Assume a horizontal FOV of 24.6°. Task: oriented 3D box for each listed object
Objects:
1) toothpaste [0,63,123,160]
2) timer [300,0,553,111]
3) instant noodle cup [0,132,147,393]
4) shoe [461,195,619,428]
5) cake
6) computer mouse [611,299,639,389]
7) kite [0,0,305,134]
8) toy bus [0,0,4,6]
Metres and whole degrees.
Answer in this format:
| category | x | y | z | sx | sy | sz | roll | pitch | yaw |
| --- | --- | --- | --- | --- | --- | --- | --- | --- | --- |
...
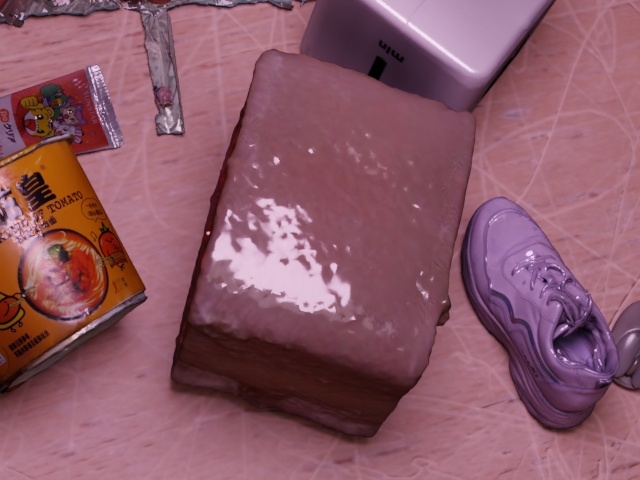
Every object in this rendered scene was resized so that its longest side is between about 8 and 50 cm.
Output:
| category | x | y | z | sx | sy | sz | roll | pitch | yaw |
| --- | --- | --- | --- | --- | --- | --- | --- | --- | --- |
| toothpaste | -0.318 | -0.107 | 1.465 | 0.234 | 0.057 | 0.089 | -17 | 88 | -23 |
| timer | 0.117 | -0.241 | 1.511 | 0.194 | 0.195 | 0.192 | 37 | 69 | 4 |
| instant noodle cup | -0.273 | 0.027 | 1.353 | 0.216 | 0.216 | 0.172 | -34 | 90 | -19 |
| shoe | 0.222 | 0.061 | 1.461 | 0.095 | 0.137 | 0.245 | -16 | 75 | -20 |
| cake | 0.000 | 0.000 | 1.391 | 0.230 | 0.237 | 0.309 | 15 | 68 | -9 |
| computer mouse | 0.332 | 0.106 | 1.517 | 0.066 | 0.039 | 0.096 | 29 | 70 | 0 |
| kite | -0.185 | -0.281 | 1.565 | 0.406 | 0.014 | 0.368 | -5 | 74 | -13 |
| toy bus | -0.383 | -0.369 | 1.334 | 0.203 | 0.427 | 0.233 | 33 | 66 | 11 |
